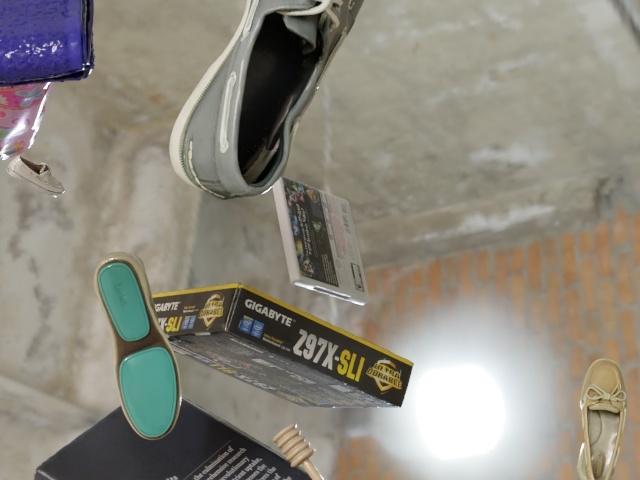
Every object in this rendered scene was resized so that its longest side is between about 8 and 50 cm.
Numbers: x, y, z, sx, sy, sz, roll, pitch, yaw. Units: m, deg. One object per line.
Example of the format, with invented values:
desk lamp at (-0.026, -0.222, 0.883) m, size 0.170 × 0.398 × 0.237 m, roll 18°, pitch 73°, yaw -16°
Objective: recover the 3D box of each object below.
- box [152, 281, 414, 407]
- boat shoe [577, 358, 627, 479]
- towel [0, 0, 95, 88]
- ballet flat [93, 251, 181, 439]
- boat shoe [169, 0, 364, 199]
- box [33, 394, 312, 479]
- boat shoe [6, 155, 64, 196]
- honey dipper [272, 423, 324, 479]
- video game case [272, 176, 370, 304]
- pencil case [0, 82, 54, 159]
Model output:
box at (-0.065, 0.160, 1.950) m, size 0.322 × 0.257 × 0.079 m, roll 27°, pitch -108°, yaw -29°
boat shoe at (0.330, 0.214, 1.563) m, size 0.048 × 0.056 × 0.153 m, roll 81°, pitch -160°, yaw -80°
towel at (-0.381, -0.215, 1.338) m, size 0.228 × 0.308 × 0.076 m, roll -101°, pitch 6°, yaw -48°
ballet flat at (-0.234, 0.132, 1.731) m, size 0.086 × 0.086 × 0.249 m, roll -29°, pitch -69°, yaw -63°
boat shoe at (-0.014, -0.177, 1.120) m, size 0.116 × 0.099 × 0.320 m, roll 30°, pitch -93°, yaw -33°
box at (-0.176, 0.550, 1.970) m, size 0.297 × 0.471 × 0.480 m, roll -33°, pitch -35°, yaw -50°
boat shoe at (-0.406, -0.096, 1.935) m, size 0.100 × 0.035 × 0.035 m, roll 29°, pitch -157°, yaw -40°
honey dipper at (0.009, 0.261, 1.381) m, size 0.161 × 0.030 × 0.030 m, roll 52°, pitch -156°, yaw 12°
video game case at (0.000, 0.000, 2.132) m, size 0.173 × 0.022 × 0.190 m, roll 19°, pitch -130°, yaw -45°
pencil case at (-0.376, -0.212, 1.642) m, size 0.124 × 0.284 × 0.124 m, roll 13°, pitch -123°, yaw -21°
